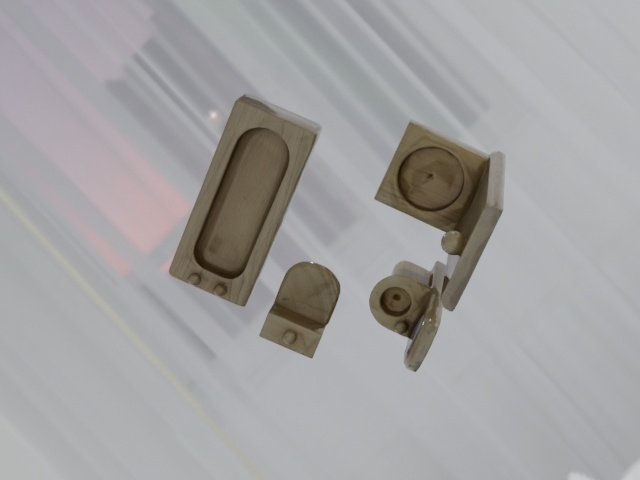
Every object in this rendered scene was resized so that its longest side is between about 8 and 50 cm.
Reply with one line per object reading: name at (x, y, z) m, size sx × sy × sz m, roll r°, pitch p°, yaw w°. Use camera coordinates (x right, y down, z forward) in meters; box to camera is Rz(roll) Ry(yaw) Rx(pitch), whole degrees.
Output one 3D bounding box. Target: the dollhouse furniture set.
dollhouse furniture set at (0.000, 0.000, 0.636) m, size 0.123 × 0.151 × 0.144 m, roll -63°, pitch -3°, yaw -71°
